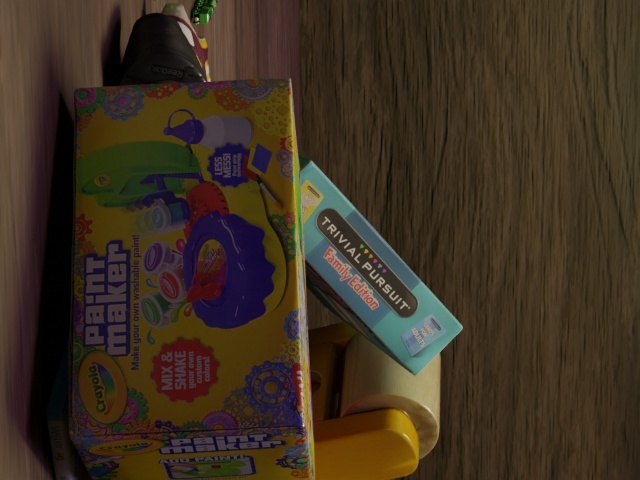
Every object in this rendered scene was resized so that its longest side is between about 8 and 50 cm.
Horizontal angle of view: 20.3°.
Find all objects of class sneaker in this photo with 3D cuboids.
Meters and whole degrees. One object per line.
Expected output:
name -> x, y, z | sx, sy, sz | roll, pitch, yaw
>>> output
sneaker -> -0.137, -0.168, 1.845 | 0.185, 0.069, 0.084 | 84, 12, -64
sneaker -> -0.135, -0.089, 1.696 | 0.130, 0.109, 0.286 | -100, -171, -47

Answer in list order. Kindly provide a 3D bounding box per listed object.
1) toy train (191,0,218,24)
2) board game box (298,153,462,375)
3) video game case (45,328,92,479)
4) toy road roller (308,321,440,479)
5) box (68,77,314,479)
toy train -> -0.138, -0.277, 2.143 | 0.083, 0.023, 0.017 | -80, 170, -65
board game box -> 0.000, 0.000, 2.002 | 0.254, 0.079, 0.336 | 47, -5, -19
video game case -> -0.194, 0.166, 1.436 | 0.119, 0.015, 0.166 | -83, 172, -57
toy road roller -> 0.007, 0.251, 2.139 | 0.202, 0.329, 0.240 | -83, 152, -51
box -> -0.099, 0.062, 1.461 | 0.279, 0.177, 0.290 | 85, 2, -67
